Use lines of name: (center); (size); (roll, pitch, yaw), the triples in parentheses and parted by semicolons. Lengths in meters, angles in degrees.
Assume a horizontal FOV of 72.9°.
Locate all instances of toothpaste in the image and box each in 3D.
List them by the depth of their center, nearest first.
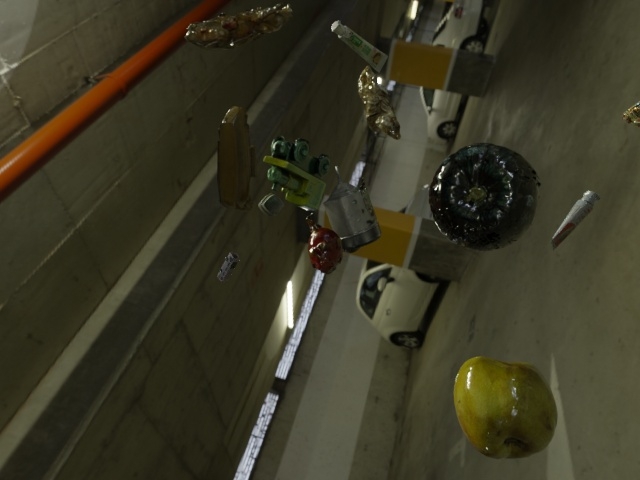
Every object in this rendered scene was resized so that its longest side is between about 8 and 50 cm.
toothpaste: (0.895, -0.071, 1.542); (0.234, 0.057, 0.089); (-51, -41, 2)
toothpaste: (0.167, -0.812, 1.815); (0.314, 0.058, 0.055); (17, -118, -41)

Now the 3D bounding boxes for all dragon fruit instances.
dragon fruit: (0.000, 0.000, 1.475); (0.125, 0.125, 0.246); (66, 178, -51)

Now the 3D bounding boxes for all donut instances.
donut: (0.907, -0.369, 1.160); (0.175, 0.068, 0.174); (-34, -8, -6)

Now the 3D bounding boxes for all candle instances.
candle: (0.108, -0.127, 1.664); (0.187, 0.188, 0.330); (-42, -67, -74)

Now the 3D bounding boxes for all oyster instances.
oyster: (0.212, -0.514, 1.631); (0.166, 0.110, 0.341); (8, -117, -70)

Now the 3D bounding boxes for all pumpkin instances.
pumpkin: (0.347, -0.091, 0.932); (0.163, 0.233, 0.233); (-1, -73, -59)

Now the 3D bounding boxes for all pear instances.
pear: (0.368, 0.331, 0.869); (0.200, 0.200, 0.199); (14, -90, -81)

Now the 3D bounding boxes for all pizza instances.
pizza: (-0.199, -0.567, 1.163); (0.189, 0.297, 0.071); (-40, -61, -68)

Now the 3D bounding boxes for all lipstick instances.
lipstick: (-0.191, -0.139, 1.687); (0.079, 0.077, 0.253); (-45, 10, -6)

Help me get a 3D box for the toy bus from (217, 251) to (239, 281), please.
toy bus: (-0.389, 0.114, 1.828); (0.037, 0.052, 0.130); (9, -61, -52)

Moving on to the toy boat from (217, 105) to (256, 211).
toy boat: (-0.250, -0.246, 1.339); (0.121, 0.089, 0.321); (-32, -50, -57)

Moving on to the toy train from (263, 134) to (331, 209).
toy train: (-0.096, -0.263, 1.699); (0.369, 0.150, 0.237); (15, -86, -63)
